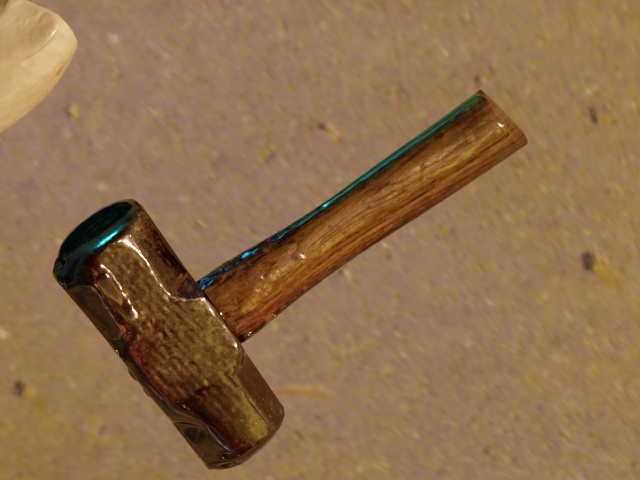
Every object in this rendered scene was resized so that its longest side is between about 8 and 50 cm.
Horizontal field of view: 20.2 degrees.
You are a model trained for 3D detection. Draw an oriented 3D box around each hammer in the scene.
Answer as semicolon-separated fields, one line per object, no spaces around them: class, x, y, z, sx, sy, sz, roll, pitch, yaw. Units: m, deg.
hammer;0.000;0.000;1.541;0.408;0.242;0.095;-34;24;-6

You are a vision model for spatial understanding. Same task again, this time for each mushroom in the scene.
mushroom;-0.377;-0.122;1.727;0.350;0.128;0.128;-38;64;20
